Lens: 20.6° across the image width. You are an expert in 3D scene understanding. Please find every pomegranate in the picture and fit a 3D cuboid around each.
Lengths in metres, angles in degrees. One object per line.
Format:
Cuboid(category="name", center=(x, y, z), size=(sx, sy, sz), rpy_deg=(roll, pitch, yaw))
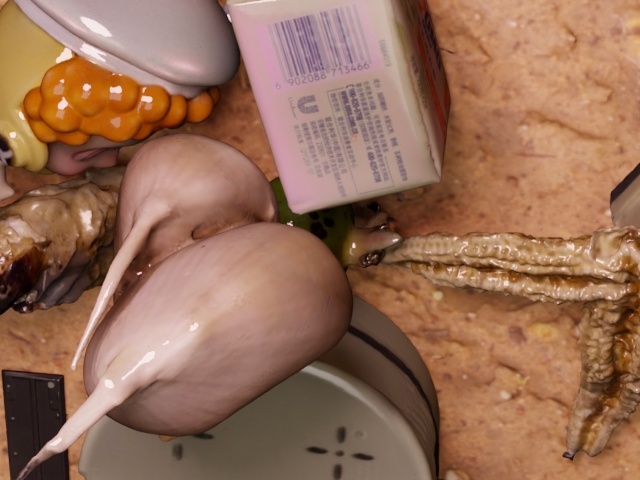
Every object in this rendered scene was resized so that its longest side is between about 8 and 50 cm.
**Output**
Cuboid(category="pomegranate", center=(0.000, 0.000, 1.587), size=(0.161, 0.122, 0.122), rpy_deg=(6, 119, 14))

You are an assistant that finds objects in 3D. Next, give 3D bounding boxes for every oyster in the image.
Cuboid(category="oyster", center=(-0.259, 0.017, 1.603), size=(0.232, 0.107, 0.161), rpy_deg=(-5, 128, -33))

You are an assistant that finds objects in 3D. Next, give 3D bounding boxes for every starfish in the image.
Cuboid(category="starfish", center=(0.274, 0.080, 1.580), size=(0.432, 0.082, 0.324), rpy_deg=(-4, 137, 36))

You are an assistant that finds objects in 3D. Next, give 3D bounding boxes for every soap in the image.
Cuboid(category="soap", center=(0.022, -0.154, 1.467), size=(0.138, 0.182, 0.199), rpy_deg=(-11, 116, 12))

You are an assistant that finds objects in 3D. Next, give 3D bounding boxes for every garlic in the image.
Cuboid(category="garlic", center=(-0.117, 0.034, 1.371), size=(0.246, 0.340, 0.231), rpy_deg=(-30, 84, 14))

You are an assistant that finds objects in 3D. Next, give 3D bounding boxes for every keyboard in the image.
Cuboid(category="keyboard", center=(-0.290, 0.221, 1.812), size=(0.067, 0.011, 0.202), rpy_deg=(5, 119, 7))

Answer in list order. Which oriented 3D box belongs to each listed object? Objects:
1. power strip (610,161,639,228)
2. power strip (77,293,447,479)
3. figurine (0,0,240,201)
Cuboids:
Cuboid(category="power strip", center=(0.387, 0.010, 1.567), size=(0.256, 0.070, 0.105), rpy_deg=(34, 118, -12))
Cuboid(category="power strip", center=(-0.043, 0.207, 1.684), size=(0.357, 0.161, 0.357), rpy_deg=(3, 118, 5))
Cuboid(category="figurine", center=(-0.258, -0.132, 1.499), size=(0.382, 0.224, 0.205), rpy_deg=(-27, 94, 23))
